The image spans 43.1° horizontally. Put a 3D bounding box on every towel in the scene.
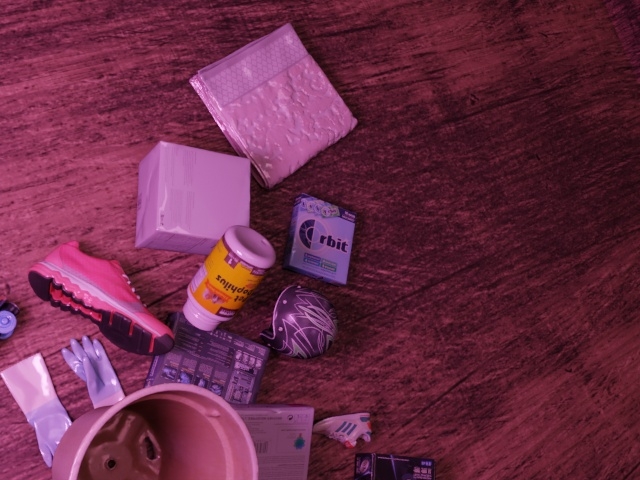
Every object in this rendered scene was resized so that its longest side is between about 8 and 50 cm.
[{"bbox_3d":[-0.102,-0.331,1.953,0.332,0.053,0.317,-38,97,-32],"label":"towel"}]

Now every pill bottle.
[{"bbox_3d":[-0.191,0.081,1.648,0.117,0.215,0.117,30,24,-15],"label":"pill bottle"}]

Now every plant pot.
[{"bbox_3d":[-0.328,0.416,1.442,0.333,0.305,0.334,5,81,-34],"label":"plant pot"}]

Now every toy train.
[{"bbox_3d":[-0.638,0.171,1.479,0.105,0.080,0.184,41,60,-8],"label":"toy train"}]

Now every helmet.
[{"bbox_3d":[-0.042,0.180,1.779,0.169,0.161,0.170,9,72,-29],"label":"helmet"}]

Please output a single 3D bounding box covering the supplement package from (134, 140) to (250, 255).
[{"bbox_3d":[-0.271,-0.081,1.722,0.203,0.149,0.194,9,72,-29],"label":"supplement package"}]

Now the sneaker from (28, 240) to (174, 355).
[{"bbox_3d":[-0.406,0.103,1.589,0.313,0.116,0.136,32,51,-2],"label":"sneaker"}]

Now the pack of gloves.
[{"bbox_3d":[-0.470,0.309,1.559,0.195,0.046,0.232,-27,91,-34],"label":"pack of gloves"}]

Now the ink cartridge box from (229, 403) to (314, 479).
[{"bbox_3d":[-0.119,0.496,1.677,0.185,0.065,0.311,6,87,-29],"label":"ink cartridge box"}]

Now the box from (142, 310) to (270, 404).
[{"bbox_3d":[-0.236,0.275,1.698,0.232,0.059,0.184,25,65,-24],"label":"box"}]

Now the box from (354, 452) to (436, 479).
[{"bbox_3d":[0.169,0.566,1.848,0.180,0.077,0.148,14,70,-27],"label":"box"}]

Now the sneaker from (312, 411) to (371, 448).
[{"bbox_3d":[0.050,0.432,1.826,0.161,0.057,0.075,0,71,-34],"label":"sneaker"}]

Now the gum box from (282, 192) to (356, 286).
[{"bbox_3d":[0.000,0.000,1.926,0.156,0.041,0.185,20,66,-25],"label":"gum box"}]
